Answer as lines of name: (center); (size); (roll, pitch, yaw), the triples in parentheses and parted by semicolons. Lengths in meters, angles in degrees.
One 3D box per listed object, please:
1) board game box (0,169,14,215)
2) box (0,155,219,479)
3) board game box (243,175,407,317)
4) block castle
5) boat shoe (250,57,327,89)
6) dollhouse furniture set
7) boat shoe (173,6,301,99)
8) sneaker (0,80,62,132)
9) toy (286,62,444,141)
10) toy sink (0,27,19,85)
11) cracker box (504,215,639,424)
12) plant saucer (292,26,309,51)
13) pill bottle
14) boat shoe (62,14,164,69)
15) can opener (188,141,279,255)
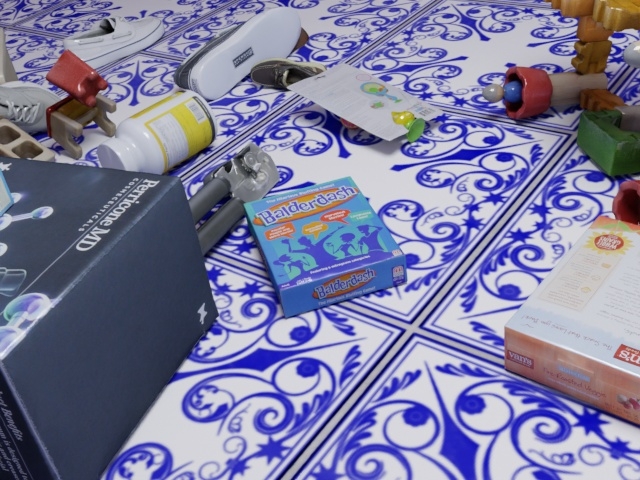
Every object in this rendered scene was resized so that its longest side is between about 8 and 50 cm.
board game box: (-0.352, -0.072, 0.712); (0.026, 0.154, 0.103); (3, 36, 15)
box: (-0.367, 0.070, 0.832); (0.396, 0.211, 0.293); (8, 38, 21)
board game box: (0.000, 0.000, 0.990); (0.160, 0.047, 0.210); (-16, 35, -10)
block castle: (0.385, -0.227, 1.010); (0.213, 0.303, 0.453); (-7, 35, -8)
boat shoe: (-0.063, -0.311, 1.428); (0.152, 0.056, 0.049); (1, 32, 13)
dollhouse furniture set: (-0.504, -0.194, 1.200); (0.152, 0.201, 0.374); (34, 49, 11)
boat shoe: (-0.164, -0.380, 1.512); (0.102, 0.108, 0.301); (22, 54, 37)
sneaker: (-0.555, -0.227, 1.324); (0.262, 0.099, 0.121); (4, 24, -44)
toy: (0.072, -0.219, 1.273); (0.137, 0.056, 0.237); (-31, 46, -33)
toy sink: (-0.668, -0.294, 1.473); (0.153, 0.131, 0.234); (-17, 41, -11)
cracker box: (0.319, 0.074, 0.803); (0.156, 0.067, 0.232); (21, 44, 36)
plant saucer: (-0.110, -0.441, 1.643); (0.169, 0.029, 0.168); (-6, 35, 5)
pill bottle: (-0.263, -0.163, 1.226); (0.103, 0.103, 0.184); (22, 46, 36)
boat shoe: (-0.456, -0.459, 1.694); (0.095, 0.084, 0.258); (18, 44, 33)
can opener: (-0.157, -0.045, 1.088); (0.095, 0.076, 0.283); (-22, 21, 44)
